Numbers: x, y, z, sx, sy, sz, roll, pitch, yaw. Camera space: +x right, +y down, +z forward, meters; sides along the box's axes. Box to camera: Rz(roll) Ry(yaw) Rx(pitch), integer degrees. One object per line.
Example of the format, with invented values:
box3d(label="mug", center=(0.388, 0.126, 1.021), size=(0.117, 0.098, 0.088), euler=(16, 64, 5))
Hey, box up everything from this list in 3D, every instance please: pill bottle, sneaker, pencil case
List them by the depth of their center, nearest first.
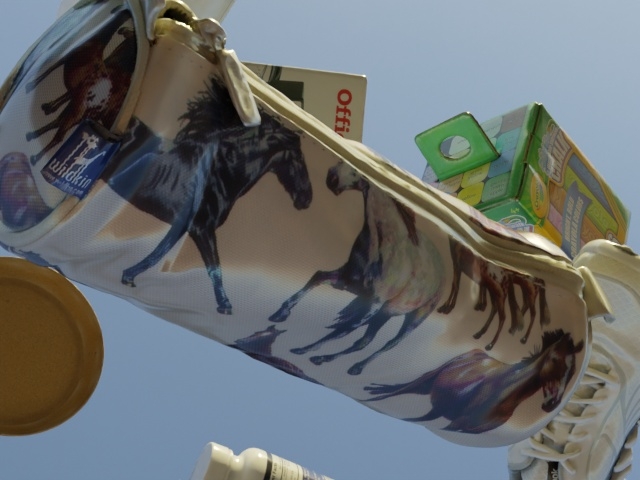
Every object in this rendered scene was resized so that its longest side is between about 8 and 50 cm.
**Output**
box3d(label="pencil case", center=(0.000, 0.000, 0.707), size=(0.410, 0.183, 0.160), euler=(28, -134, -33))
box3d(label="sneaker", center=(0.207, 0.134, 0.889), size=(0.110, 0.292, 0.118), euler=(25, -138, 28))
box3d(label="pill bottle", center=(-0.054, 0.279, 1.200), size=(0.169, 0.094, 0.094), euler=(25, -126, -12))

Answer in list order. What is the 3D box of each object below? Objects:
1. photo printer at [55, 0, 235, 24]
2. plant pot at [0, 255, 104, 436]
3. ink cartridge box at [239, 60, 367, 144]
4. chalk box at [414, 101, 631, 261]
box3d(label="photo printer", center=(-0.171, -0.283, 1.186), size=(0.107, 0.307, 0.256), euler=(28, -168, -32))
box3d(label="plant pot", center=(-0.389, 0.134, 1.401), size=(0.236, 0.032, 0.236), euler=(14, -121, -25))
box3d(label="ink cartridge box", center=(-0.069, -0.075, 0.974), size=(0.208, 0.087, 0.153), euler=(5, -93, -6))
box3d(label="chalk box", center=(0.172, -0.028, 1.043), size=(0.213, 0.132, 0.132), euler=(43, -133, -26))
